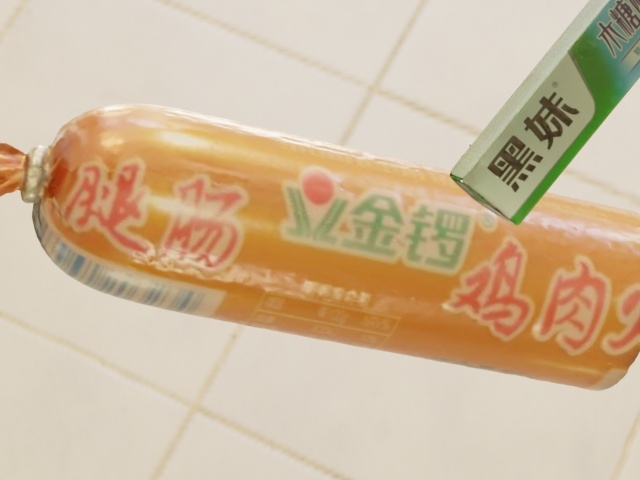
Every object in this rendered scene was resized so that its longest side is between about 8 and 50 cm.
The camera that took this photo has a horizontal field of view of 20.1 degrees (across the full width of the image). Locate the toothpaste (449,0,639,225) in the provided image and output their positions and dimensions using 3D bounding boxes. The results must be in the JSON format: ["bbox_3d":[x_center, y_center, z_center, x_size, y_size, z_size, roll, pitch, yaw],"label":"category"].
[{"bbox_3d":[0.060,-0.040,0.379,0.017,0.020,0.083,39,91,-9],"label":"toothpaste"}]

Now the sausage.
[{"bbox_3d":[0.000,0.000,0.632,0.234,0.071,0.071,11,64,-17],"label":"sausage"}]
